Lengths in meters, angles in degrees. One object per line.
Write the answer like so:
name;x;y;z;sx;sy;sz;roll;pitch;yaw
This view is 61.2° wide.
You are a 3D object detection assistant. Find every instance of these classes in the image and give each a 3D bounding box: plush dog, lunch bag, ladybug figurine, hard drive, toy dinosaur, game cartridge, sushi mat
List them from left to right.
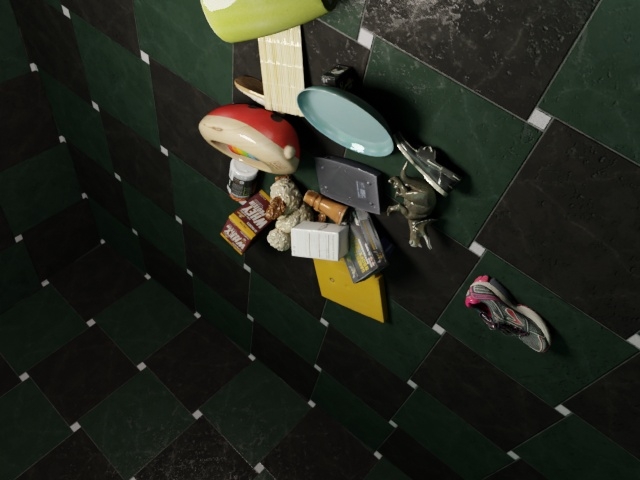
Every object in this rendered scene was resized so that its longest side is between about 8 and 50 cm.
ladybug figurine;-0.227;-0.354;1.844;0.449;0.161;0.305;24;174;40
sushi mat;-0.119;-0.533;1.648;0.152;0.019;0.316;13;130;21
plush dog;-0.113;-0.124;2.010;0.211;0.262;0.225;-14;132;17
game cartridge;0.122;0.174;2.204;0.324;0.052;0.285;20;140;31
hard drive;0.100;-0.194;1.803;0.255;0.054;0.172;23;141;33
lunch bag;0.218;0.042;1.920;0.065;0.067;0.098;43;147;5
toy dinosaur;0.289;-0.129;1.628;0.160;0.121;0.313;18;138;20

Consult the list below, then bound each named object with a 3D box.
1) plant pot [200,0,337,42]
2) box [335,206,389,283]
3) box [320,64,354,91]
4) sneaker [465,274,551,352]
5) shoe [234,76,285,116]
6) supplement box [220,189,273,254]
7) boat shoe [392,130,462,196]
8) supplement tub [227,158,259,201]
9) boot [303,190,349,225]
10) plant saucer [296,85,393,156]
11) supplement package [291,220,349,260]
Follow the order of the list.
plant pot;-0.109;-0.652;1.377;0.294;0.274;0.274;8;134;23
box;0.137;0.015;1.903;0.183;0.056;0.231;-41;64;57
box;0.049;-0.454;1.541;0.052;0.083;0.062;23;142;34
sneaker;0.582;0.248;1.694;0.299;0.112;0.121;40;148;8
shoe;-0.199;-0.480;1.803;0.219;0.076;0.058;31;139;18
supplement box;-0.288;-0.074;2.251;0.129;0.194;0.191;45;148;1
boat shoe;0.300;-0.231;1.533;0.233;0.084;0.079;48;111;10
supplement tub;-0.310;-0.245;2.158;0.117;0.117;0.190;40;147;9
boot;0.014;-0.120;1.882;0.152;0.073;0.197;30;178;-8
plant saucer;0.077;-0.350;1.564;0.318;0.043;0.317;28;170;5
supplement package;0.000;0.000;1.892;0.179;0.105;0.105;6;109;23
